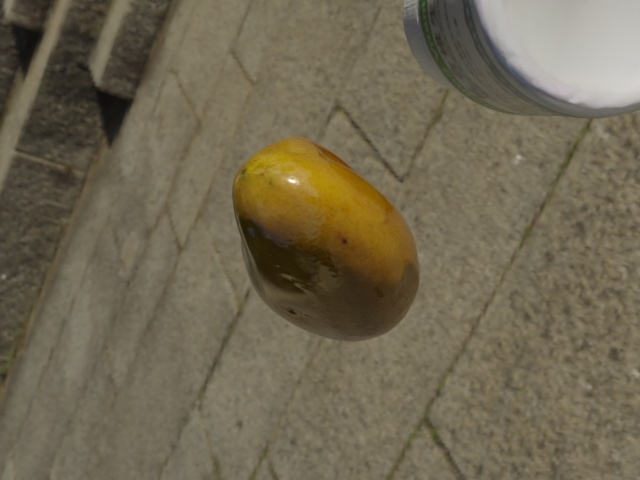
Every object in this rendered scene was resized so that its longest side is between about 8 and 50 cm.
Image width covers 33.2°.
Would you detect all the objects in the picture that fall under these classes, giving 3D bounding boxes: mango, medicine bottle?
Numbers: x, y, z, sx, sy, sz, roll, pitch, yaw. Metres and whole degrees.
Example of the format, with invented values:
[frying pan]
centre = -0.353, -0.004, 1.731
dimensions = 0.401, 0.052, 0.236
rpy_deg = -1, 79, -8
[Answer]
[mango]
centre = 0.000, 0.000, 0.429
dimensions = 0.080, 0.114, 0.060
rpy_deg = 33, 73, 32
[medicine bottle]
centre = 0.127, -0.143, 0.638
dimensions = 0.237, 0.139, 0.139
rpy_deg = -130, 59, -78
